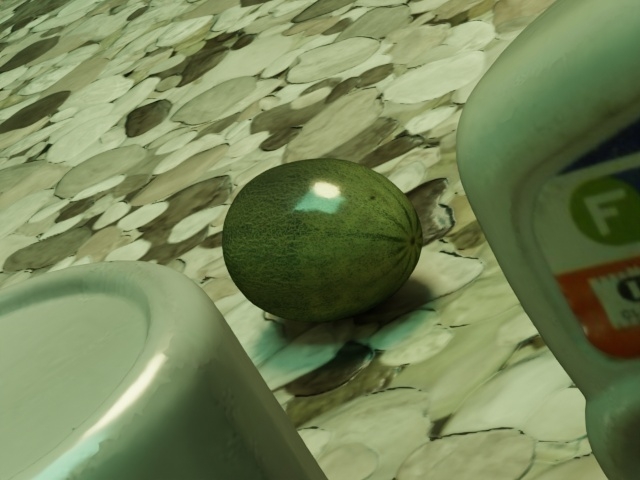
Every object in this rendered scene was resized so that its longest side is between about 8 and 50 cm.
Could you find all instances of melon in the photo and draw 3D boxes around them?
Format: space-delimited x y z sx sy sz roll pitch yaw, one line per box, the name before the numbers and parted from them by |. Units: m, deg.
melon | 0.000 0.000 0.896 0.130 0.098 0.098 1 35 44

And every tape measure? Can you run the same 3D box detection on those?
tape measure | 0.196 -0.005 0.509 0.258 0.265 0.130 -15 22 45

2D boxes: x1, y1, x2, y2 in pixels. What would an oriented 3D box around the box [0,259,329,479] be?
box | -0.099 0.137 0.566 0.291 0.206 0.262 -12 26 28
